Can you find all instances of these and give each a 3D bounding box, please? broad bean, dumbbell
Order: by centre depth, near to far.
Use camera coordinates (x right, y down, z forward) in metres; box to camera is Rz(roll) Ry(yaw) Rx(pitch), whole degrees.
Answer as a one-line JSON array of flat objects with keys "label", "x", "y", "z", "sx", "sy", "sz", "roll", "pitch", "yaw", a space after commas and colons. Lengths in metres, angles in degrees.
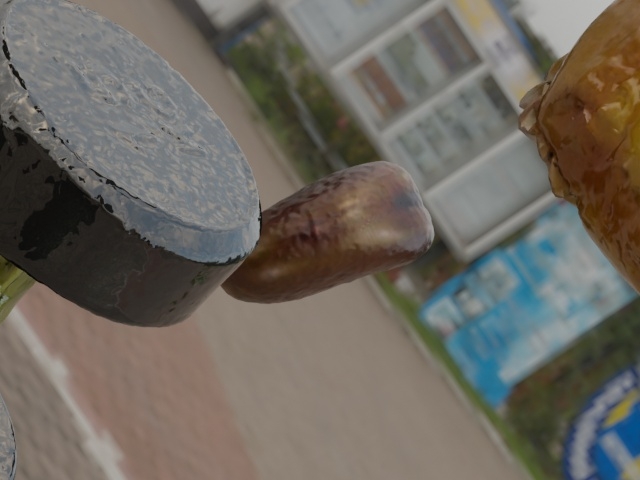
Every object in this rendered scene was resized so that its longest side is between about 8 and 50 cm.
[{"label": "dumbbell", "x": -0.207, "y": 0.032, "z": 1.100, "sx": 0.203, "sy": 0.322, "sz": 0.204, "roll": 36, "pitch": 24, "yaw": -19}, {"label": "broad bean", "x": 0.000, "y": 0.000, "z": 1.414, "sx": 0.084, "sy": 0.165, "sz": 0.114, "roll": 68, "pitch": 8, "yaw": 22}]

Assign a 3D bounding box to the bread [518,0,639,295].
[{"label": "bread", "x": 0.209, "y": -0.064, "z": 0.539, "sx": 0.152, "sy": 0.288, "sz": 0.119, "roll": 58, "pitch": 4, "yaw": 40}]
